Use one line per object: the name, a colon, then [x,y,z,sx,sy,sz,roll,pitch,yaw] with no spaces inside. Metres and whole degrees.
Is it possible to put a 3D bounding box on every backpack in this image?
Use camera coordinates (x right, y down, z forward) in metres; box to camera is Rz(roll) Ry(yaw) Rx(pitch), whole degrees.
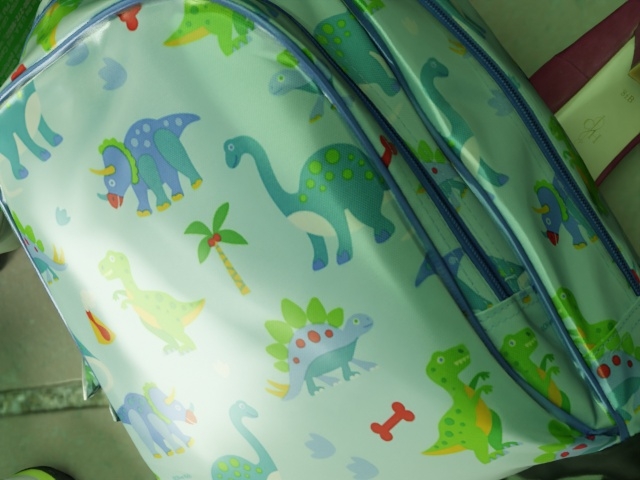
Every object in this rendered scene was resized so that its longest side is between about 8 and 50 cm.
backpack: [0.000,0.000,0.570,0.290,0.273,0.355,-23,85,39]

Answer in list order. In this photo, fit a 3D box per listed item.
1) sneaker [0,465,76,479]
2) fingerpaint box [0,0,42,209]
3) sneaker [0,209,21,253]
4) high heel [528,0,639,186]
sneaker: [-0.172,0.259,0.743,0.084,0.097,0.234,-40,76,16]
fingerpaint box: [-0.332,-0.175,0.696,0.371,0.163,0.444,17,70,20]
sneaker: [-0.375,0.037,0.802,0.330,0.146,0.122,-36,78,18]
high heel: [0.141,-0.076,0.662,0.082,0.117,0.244,43,127,-8]
